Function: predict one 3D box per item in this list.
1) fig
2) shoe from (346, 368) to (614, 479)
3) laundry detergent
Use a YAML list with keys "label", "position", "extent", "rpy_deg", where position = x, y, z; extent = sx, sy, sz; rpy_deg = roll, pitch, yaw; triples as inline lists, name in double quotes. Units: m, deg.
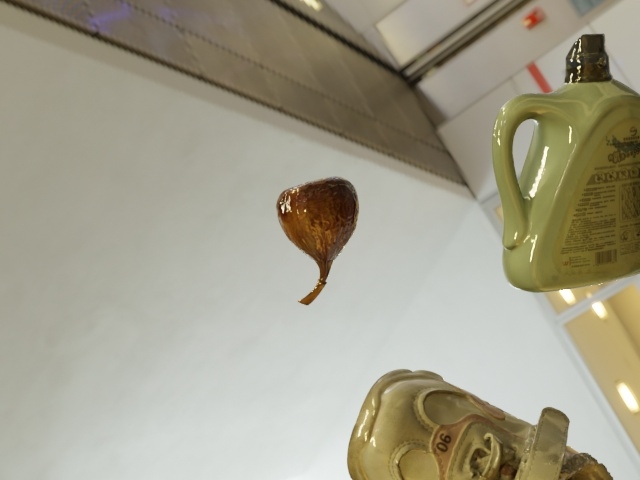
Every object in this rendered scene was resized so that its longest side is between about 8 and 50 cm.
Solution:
- label: "fig"
  position: [0.000, 0.000, 1.606]
  extent: [0.146, 0.133, 0.201]
  rpy_deg: [32, -128, -84]
- label: "shoe"
  position: [0.205, 0.264, 1.191]
  extent: [0.351, 0.198, 0.172]
  rpy_deg: [26, -104, -32]
- label: "laundry detergent"
  position: [0.293, -0.093, 1.158]
  extent: [0.105, 0.214, 0.281]
  rpy_deg: [-150, 51, -67]
